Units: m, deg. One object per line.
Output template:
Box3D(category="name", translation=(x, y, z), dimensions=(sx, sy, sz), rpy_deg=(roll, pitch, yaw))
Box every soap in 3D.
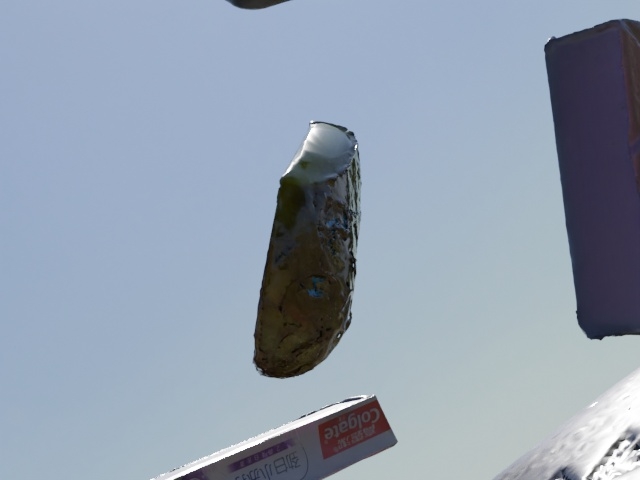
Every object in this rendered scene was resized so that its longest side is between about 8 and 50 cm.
Box3D(category="soap", translation=(0.351, -0.056, 1.352), dimensions=(0.285, 0.296, 0.107), rpy_deg=(-4, -6, -40))

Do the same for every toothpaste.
Box3D(category="toothpaste", translation=(-0.032, 0.146, 0.904), dimensions=(0.196, 0.047, 0.040), rpy_deg=(-15, -14, -45))

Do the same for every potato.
Box3D(category="potato", translation=(0.000, 0.000, 0.865), dimensions=(0.054, 0.198, 0.119), rpy_deg=(6, -54, 6))

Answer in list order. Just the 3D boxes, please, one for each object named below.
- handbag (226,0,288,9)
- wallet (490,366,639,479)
Box3D(category="handbag", translation=(0.030, -0.279, 0.746), dimensions=(0.263, 0.222, 0.241), rpy_deg=(-29, 14, 48))
Box3D(category="wallet", translation=(0.175, 0.009, 0.400), dimensions=(0.318, 0.045, 0.172), rpy_deg=(-36, -4, -2))
